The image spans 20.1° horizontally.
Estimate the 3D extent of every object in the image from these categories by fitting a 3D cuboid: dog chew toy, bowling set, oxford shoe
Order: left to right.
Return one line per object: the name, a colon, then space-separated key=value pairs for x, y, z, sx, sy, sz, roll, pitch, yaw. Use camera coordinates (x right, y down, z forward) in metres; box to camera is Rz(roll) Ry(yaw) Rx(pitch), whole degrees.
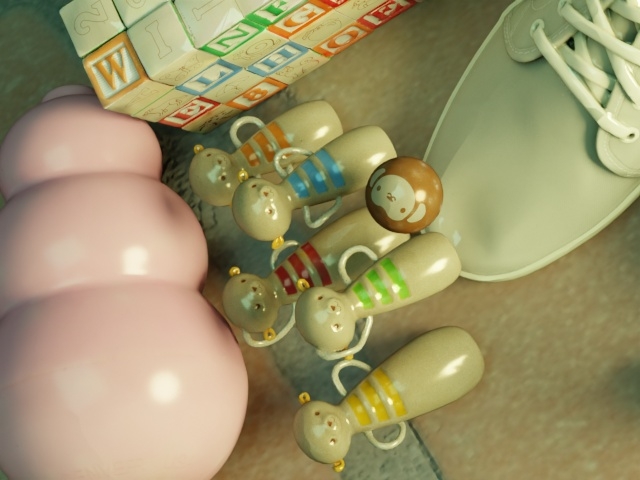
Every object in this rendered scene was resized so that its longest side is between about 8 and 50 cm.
dog chew toy: x=-0.171 y=0.038 z=1.399 sx=0.207 sy=0.206 sz=0.331 roll=-17 pitch=71 yaw=21
bowling set: x=0.000 y=0.000 z=1.305 sx=0.154 sy=0.200 sz=0.287 roll=-27 pitch=71 yaw=-12
oxford shoe: x=0.215 y=-0.146 z=1.267 sx=0.169 sy=0.130 sz=0.449 roll=48 pitch=113 yaw=12

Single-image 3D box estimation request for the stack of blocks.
stack of blocks: x=-0.024 y=-0.198 z=1.361 sx=0.297 sy=0.171 sz=0.087 roll=-30 pitch=75 yaw=18
